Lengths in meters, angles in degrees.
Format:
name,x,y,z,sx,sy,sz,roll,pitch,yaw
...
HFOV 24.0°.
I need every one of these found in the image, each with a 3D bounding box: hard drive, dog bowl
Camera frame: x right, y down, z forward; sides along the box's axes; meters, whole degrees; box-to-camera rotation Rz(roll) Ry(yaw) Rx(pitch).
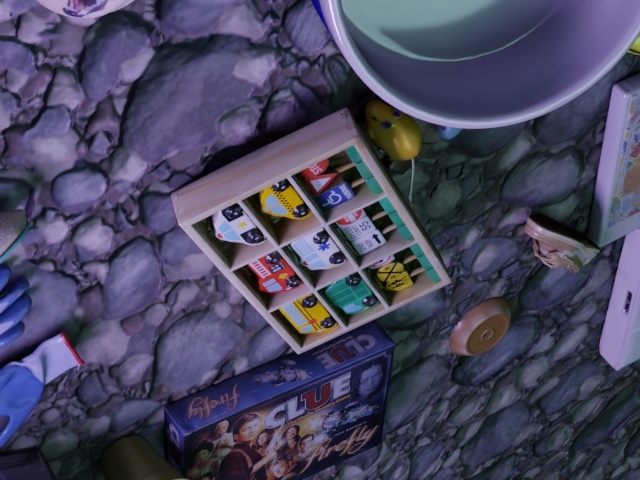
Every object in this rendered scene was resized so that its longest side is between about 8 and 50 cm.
name,x,y,z,sx,sy,sz,roll,pitch,yaw
hard drive,0.504,0.005,1.819,0.353,0.047,0.233,-24,141,-22
dog bowl,0.118,-0.223,1.108,0.265,0.104,0.264,-7,120,-13

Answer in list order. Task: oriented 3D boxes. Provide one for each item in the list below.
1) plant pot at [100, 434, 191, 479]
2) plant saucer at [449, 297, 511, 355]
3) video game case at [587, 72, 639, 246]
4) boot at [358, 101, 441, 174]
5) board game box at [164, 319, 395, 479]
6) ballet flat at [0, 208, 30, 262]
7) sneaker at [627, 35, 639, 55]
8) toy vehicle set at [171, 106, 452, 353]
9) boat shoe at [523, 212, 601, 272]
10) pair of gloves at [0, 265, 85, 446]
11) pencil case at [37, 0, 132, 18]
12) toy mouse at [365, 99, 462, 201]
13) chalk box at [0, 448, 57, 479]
name,x,y,z,sx,sy,sz,roll,pitch,yaw
plant pot,-0.170,0.229,1.425,0.083,0.079,0.083,-24,140,-22
plant saucer,0.180,0.099,1.655,0.083,0.015,0.083,-24,141,-21
video game case,0.384,-0.113,1.605,0.206,0.026,0.227,-25,141,-20
boot,0.062,-0.108,1.317,0.118,0.042,0.087,17,108,-46
board game box,-0.042,0.189,1.528,0.243,0.042,0.165,-21,140,-24
ballet flat,-0.292,0.028,1.130,0.168,0.057,0.052,-44,116,2
sneaker,0.237,-0.234,1.305,0.296,0.109,0.123,7,95,-40
toy vehicle set,0.000,0.000,1.335,0.166,0.035,0.267,-26,145,8
boat shoe,0.251,0.008,1.592,0.135,0.050,0.045,21,108,-50
pair of gloves,-0.286,0.106,1.242,0.159,0.023,0.198,-34,143,-5
pencil case,-0.245,-0.237,0.782,0.410,0.183,0.160,13,118,-49
toy mouse,0.097,-0.135,1.288,0.143,0.031,0.161,-44,123,-16
chalk box,-0.327,0.283,1.299,0.213,0.132,0.132,-5,131,-37
